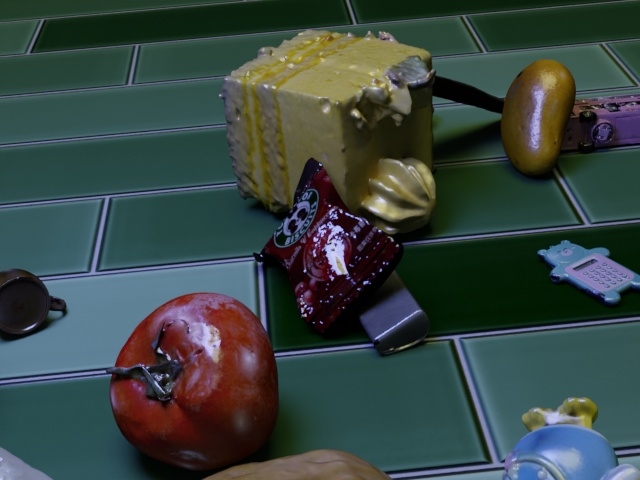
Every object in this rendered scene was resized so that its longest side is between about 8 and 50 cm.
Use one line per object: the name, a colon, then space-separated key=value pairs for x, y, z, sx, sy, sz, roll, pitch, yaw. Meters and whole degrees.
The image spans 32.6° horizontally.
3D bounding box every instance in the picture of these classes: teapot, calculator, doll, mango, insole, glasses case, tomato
teapot: x=-0.371 y=0.071 z=1.347 sx=0.121 sy=0.076 sz=0.068 roll=10 pitch=10 yaw=-33
calculator: x=0.335 y=0.037 z=1.362 sx=0.094 sy=0.019 sz=0.141 roll=-23 pitch=35 yaw=-25
doll: x=0.207 y=0.239 z=0.956 sx=0.135 sy=0.098 sz=0.241 roll=10 pitch=31 yaw=13
mango: x=0.319 y=-0.181 z=1.620 sx=0.090 sy=0.178 sz=0.115 roll=15 pitch=-6 yaw=-29
insole: x=0.223 y=-0.221 z=1.673 sx=0.328 sy=0.007 sz=0.111 roll=10 pitch=-2 yaw=-40
glasses case: x=0.067 y=0.065 z=1.323 sx=0.072 sy=0.042 sz=0.190 roll=-25 pitch=33 yaw=-4
tomato: x=-0.123 y=0.150 z=1.108 sx=0.187 sy=0.151 sz=0.187 roll=-11 pitch=65 yaw=24

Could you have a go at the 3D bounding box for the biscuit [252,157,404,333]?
biscuit: x=-0.003 y=0.006 z=1.349 sx=0.151 sy=0.063 sz=0.235 roll=-51 pitch=36 yaw=8

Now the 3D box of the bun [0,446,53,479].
bun: x=-0.320 y=0.315 z=0.791 sx=0.360 sy=0.211 sz=0.359 roll=-10 pitch=37 yaw=8

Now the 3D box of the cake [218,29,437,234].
cake: x=0.043 y=-0.147 z=1.513 sx=0.286 sy=0.227 sz=0.222 roll=15 pitch=36 yaw=33

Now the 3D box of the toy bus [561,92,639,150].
toy bus: x=0.455 y=-0.183 z=1.683 sx=0.203 sy=0.063 sz=0.090 roll=-6 pitch=29 yaw=-5

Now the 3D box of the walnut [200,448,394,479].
walnut: x=-0.014 y=0.269 z=0.807 sx=0.257 sy=0.257 sz=0.224 roll=-15 pitch=64 yaw=-18
